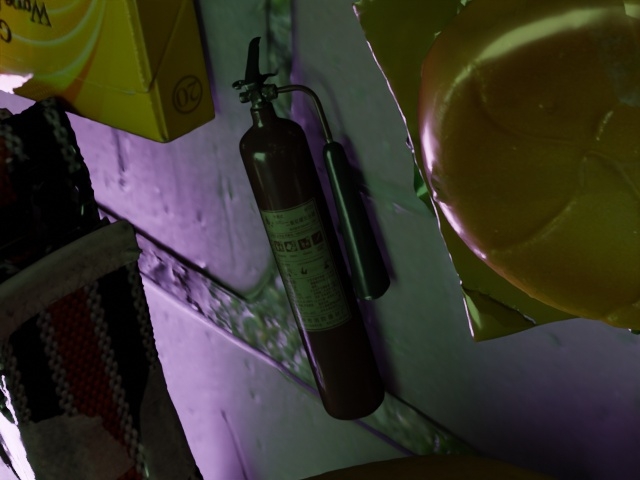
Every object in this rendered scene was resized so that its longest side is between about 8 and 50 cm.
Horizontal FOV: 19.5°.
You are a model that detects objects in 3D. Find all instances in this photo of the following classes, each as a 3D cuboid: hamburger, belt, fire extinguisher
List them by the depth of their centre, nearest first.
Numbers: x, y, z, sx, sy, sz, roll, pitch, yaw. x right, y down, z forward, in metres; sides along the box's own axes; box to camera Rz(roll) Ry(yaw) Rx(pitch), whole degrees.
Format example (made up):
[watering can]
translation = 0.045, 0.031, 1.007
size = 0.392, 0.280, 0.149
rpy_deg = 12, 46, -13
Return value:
[hamburger]
translation = 0.098, -0.047, 0.552
size = 0.164, 0.093, 0.189
rpy_deg = 4, 135, 16
[fire extinguisher]
translation = 0.000, 0.000, 0.796
size = 0.049, 0.035, 0.173
rpy_deg = 16, 131, 50
[belt]
translation = -0.112, 0.100, 0.933
size = 0.126, 0.094, 0.360
rpy_deg = 25, 140, 53

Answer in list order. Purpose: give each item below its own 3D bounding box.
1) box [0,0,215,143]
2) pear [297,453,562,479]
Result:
[box]
translation = -0.130, -0.181, 0.809
size = 0.152, 0.043, 0.269
rpy_deg = 20, 130, 43
[pear]
translation = 0.030, 0.237, 0.705
size = 0.314, 0.314, 0.314
rpy_deg = 32, 138, 34
